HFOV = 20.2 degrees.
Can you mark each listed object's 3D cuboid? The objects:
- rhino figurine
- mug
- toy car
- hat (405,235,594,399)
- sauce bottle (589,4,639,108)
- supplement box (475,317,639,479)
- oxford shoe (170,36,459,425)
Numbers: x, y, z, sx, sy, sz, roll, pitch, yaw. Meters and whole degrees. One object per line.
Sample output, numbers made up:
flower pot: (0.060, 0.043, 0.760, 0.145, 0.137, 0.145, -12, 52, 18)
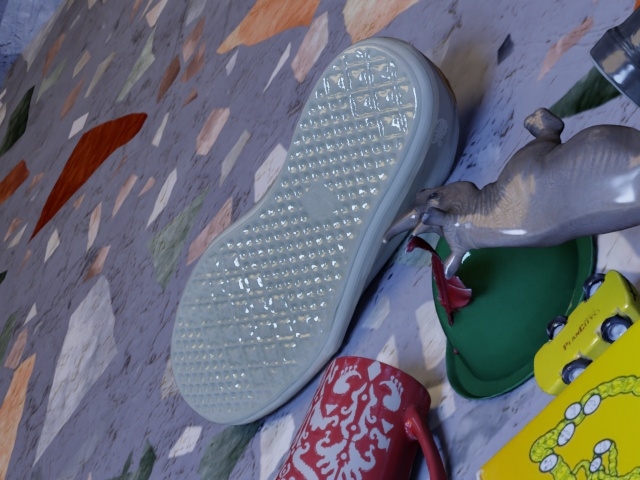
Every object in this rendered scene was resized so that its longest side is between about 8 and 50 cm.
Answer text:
rhino figurine: (0.155, -0.036, 1.211, 0.243, 0.073, 0.106, -16, 33, 12)
mug: (0.038, 0.193, 1.451, 0.113, 0.150, 0.169, 83, -155, -60)
toy car: (0.252, -0.006, 1.248, 0.239, 0.053, 0.225, -30, 37, 51)
hat: (0.094, 0.009, 1.398, 0.208, 0.183, 0.173, -32, 38, 50)
sauce bottle: (0.328, -0.227, 1.226, 0.344, 0.111, 0.111, -46, 26, 19)
supplement box: (0.276, 0.097, 0.829, 0.356, 0.194, 0.195, -46, 29, 19)
oxford shoe: (0.000, 0.000, 1.713, 0.130, 0.169, 0.449, -19, -36, -57)
